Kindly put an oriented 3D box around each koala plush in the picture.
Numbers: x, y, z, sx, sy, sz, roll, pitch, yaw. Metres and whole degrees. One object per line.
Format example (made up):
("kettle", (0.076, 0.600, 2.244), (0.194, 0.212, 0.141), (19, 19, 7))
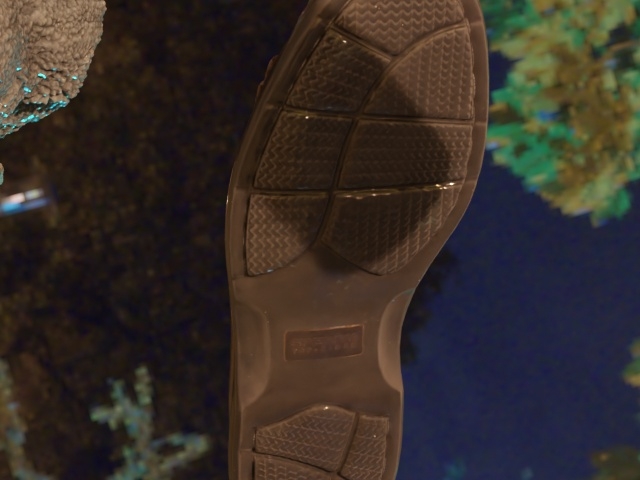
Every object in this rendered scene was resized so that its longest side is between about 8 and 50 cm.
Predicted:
("koala plush", (-0.220, -0.120, 0.902), (0.221, 0.203, 0.196), (-129, -149, -75))

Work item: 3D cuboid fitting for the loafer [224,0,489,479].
("loafer", (0.000, 0.000, 0.736), (0.095, 0.109, 0.303), (-114, -151, -58))
